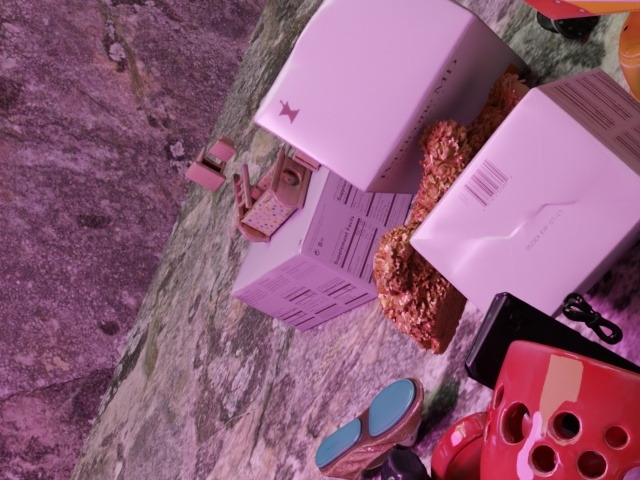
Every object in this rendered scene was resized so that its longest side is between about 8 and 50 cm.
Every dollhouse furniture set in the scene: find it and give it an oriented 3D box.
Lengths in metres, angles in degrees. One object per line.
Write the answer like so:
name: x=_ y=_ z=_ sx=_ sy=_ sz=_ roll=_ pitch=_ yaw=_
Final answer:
dollhouse furniture set: x=-0.097 y=-0.105 z=1.718 sx=0.182 sy=0.161 sz=0.101 roll=-45 pitch=24 yaw=44

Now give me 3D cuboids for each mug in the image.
mug: x=0.162 y=0.200 z=1.065 sx=0.169 sy=0.150 sz=0.113 roll=-55 pitch=16 yaw=33

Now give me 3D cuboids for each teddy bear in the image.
teddy bear: x=0.159 y=-0.038 z=1.306 sx=0.338 sy=0.113 sz=0.245 roll=-64 pitch=-26 yaw=-9

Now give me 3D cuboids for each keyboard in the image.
keyboard: x=0.216 y=0.104 z=0.991 sx=0.108 sy=0.180 sz=0.023 roll=-62 pitch=19 yaw=-2

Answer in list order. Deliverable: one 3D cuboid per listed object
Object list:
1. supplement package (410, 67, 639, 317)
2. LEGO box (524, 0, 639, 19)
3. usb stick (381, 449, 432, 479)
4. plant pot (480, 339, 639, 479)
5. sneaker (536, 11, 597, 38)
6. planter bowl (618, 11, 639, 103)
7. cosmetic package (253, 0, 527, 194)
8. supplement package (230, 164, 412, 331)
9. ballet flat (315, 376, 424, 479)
supplement package: x=0.229 y=-0.038 z=1.080 sx=0.194 sy=0.149 sz=0.203 roll=-52 pitch=-15 yaw=28
LEGO box: x=0.382 y=-0.409 z=0.965 sx=0.500 sy=0.193 sz=0.372 roll=9 pitch=76 yaw=54
usb stick: x=0.075 y=0.334 z=1.063 sx=0.077 sy=0.045 sz=0.278 roll=-112 pitch=22 yaw=-76
plant pot: x=0.210 y=0.185 z=0.878 sx=0.174 sy=0.191 sz=0.191 roll=-69 pitch=19 yaw=-7
sneaker: x=0.349 y=-0.374 z=1.511 sx=0.234 sy=0.078 sz=0.106 roll=-64 pitch=20 yaw=-2
planter bowl: x=0.374 y=-0.210 z=1.178 sx=0.217 sy=0.090 sz=0.217 roll=-52 pitch=19 yaw=27
cosmetic package: x=0.109 y=-0.191 z=1.429 sx=0.230 sy=0.161 sz=0.453 roll=-58 pitch=-14 yaw=11
supplement package: x=0.000 y=0.000 z=1.800 sx=0.262 sy=0.145 sz=0.204 roll=-30 pitch=36 yaw=57
ballet flat: x=0.075 y=0.230 z=1.376 sx=0.206 sy=0.067 sz=0.073 roll=-42 pitch=30 yaw=41
